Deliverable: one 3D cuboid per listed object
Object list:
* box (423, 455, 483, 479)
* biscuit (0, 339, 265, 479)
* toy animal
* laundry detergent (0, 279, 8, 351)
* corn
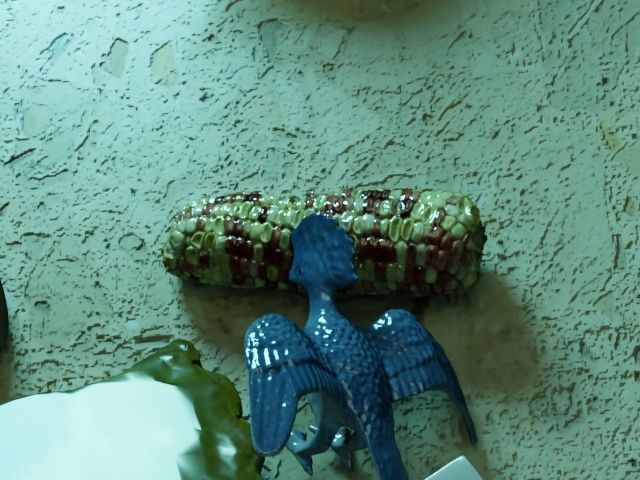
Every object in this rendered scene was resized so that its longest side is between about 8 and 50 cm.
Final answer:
[{"bbox_3d":[0.073,0.264,1.471,0.149,0.233,0.067,-30,62,-7],"label":"box"},{"bbox_3d":[-0.194,0.199,1.591,0.329,0.078,0.335,7,45,18],"label":"biscuit"},{"bbox_3d":[0.018,0.109,1.591,0.239,0.176,0.255,-5,39,-37],"label":"toy animal"},{"bbox_3d":[-0.389,0.045,1.741,0.237,0.076,0.171,33,67,25],"label":"laundry detergent"},{"bbox_3d":[0.000,0.000,1.704,0.290,0.098,0.098,2,62,12],"label":"corn"}]
